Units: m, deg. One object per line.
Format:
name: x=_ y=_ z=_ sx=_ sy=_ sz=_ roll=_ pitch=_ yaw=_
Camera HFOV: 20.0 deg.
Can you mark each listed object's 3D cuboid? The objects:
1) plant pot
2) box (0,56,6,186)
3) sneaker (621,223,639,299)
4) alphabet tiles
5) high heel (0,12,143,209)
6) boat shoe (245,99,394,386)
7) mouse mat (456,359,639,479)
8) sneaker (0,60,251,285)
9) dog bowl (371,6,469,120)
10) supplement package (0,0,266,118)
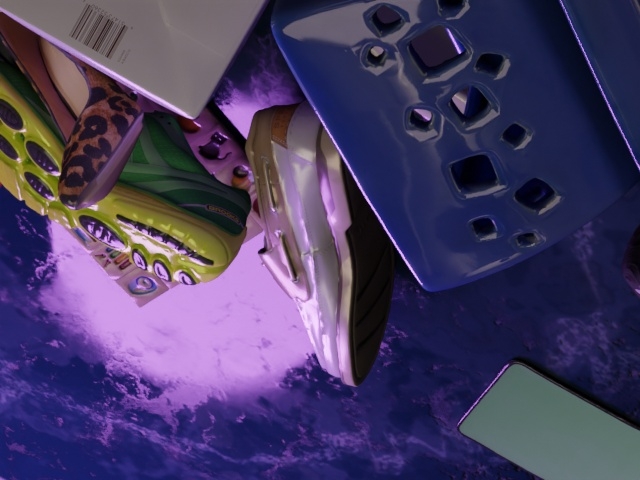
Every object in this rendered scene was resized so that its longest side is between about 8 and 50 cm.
plant pot: x=0.131 y=-0.139 z=1.151 sx=0.212 sy=0.236 sz=0.236 roll=-12 pitch=127 yaw=29
box: x=-0.427 y=-0.081 z=1.804 sx=0.300 sy=0.154 sz=0.142 roll=-25 pitch=118 yaw=42
sneaker: x=0.477 y=0.067 z=1.445 sx=0.447 sy=0.169 sz=0.257 roll=-5 pitch=128 yaw=30
alphabet tiles: x=-0.173 y=-0.064 z=1.733 sx=0.198 sy=0.009 sz=0.237 roll=-31 pitch=115 yaw=21
high heel: x=-0.240 y=-0.127 z=1.551 sx=0.186 sy=0.261 sz=0.093 roll=26 pitch=124 yaw=-7
boat shoe: x=0.000 y=0.000 z=1.693 sx=0.103 sy=0.113 sz=0.302 roll=10 pitch=126 yaw=22
mouse mat: x=0.245 y=0.201 z=1.839 sx=0.189 sy=0.007 sz=0.153 roll=29 pitch=140 yaw=-3
sneaker: x=-0.195 y=-0.071 z=1.667 sx=0.295 sy=0.123 sz=0.109 roll=34 pitch=137 yaw=3
dog bowl: x=0.184 y=-0.247 z=1.294 sx=0.408 sy=0.150 sz=0.408 roll=15 pitch=139 yaw=14
supplement package: x=-0.144 y=-0.206 z=1.443 sx=0.194 sy=0.149 sz=0.203 roll=30 pitch=-177 yaw=-4
